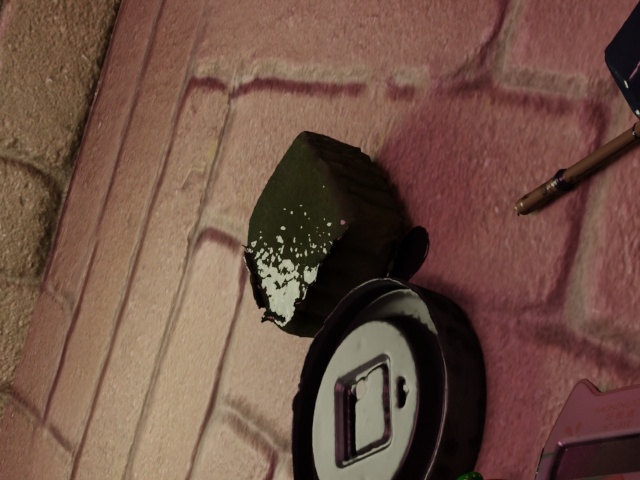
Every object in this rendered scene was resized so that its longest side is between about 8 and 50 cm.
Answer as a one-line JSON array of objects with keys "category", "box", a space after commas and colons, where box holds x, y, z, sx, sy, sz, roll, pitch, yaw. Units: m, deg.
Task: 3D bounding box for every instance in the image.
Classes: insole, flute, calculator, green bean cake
[{"category": "insole", "box": [0.073, 0.069, 1.700, 0.232, 0.003, 0.080, -55, 34, 31]}, {"category": "flute", "box": [0.279, -0.080, 1.380, 0.233, 0.027, 0.027, -38, 45, 49]}, {"category": "calculator", "box": [0.241, 0.258, 1.162, 0.220, 0.048, 0.330, -21, 36, 55]}, {"category": "green bean cake", "box": [0.000, 0.000, 1.738, 0.222, 0.125, 0.227, -55, 32, 27]}]

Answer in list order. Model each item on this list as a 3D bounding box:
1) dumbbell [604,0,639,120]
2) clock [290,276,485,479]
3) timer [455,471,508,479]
[{"category": "dumbbell", "box": [0.362, -0.091, 1.111, 0.156, 0.143, 0.316, -58, 33, 28]}, {"category": "clock", "box": [0.071, 0.205, 1.564, 0.325, 0.067, 0.325, -34, 49, 50]}, {"category": "timer", "box": [0.159, 0.286, 1.332, 0.136, 0.099, 0.136, -23, 57, 41]}]
